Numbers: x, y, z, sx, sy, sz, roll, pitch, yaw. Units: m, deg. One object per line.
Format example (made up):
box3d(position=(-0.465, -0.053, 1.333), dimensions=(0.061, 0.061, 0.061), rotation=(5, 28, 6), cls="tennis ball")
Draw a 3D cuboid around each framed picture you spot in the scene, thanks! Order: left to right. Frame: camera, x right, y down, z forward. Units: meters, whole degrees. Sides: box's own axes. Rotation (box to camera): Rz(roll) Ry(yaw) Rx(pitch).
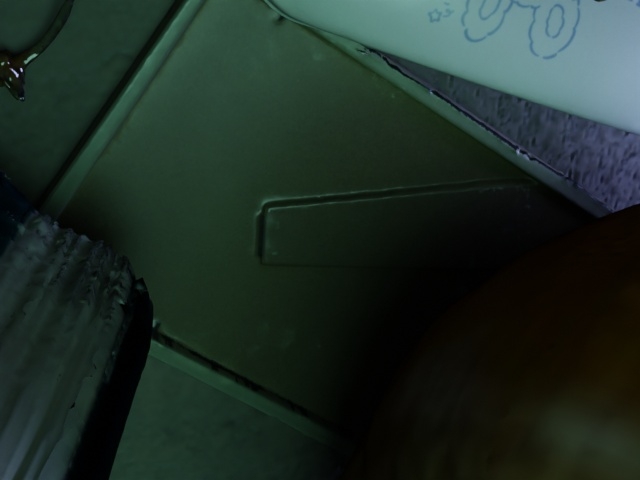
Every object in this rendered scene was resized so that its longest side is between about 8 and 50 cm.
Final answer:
box3d(position=(0.000, 0.000, 0.671), dimensions=(0.250, 0.016, 0.184), rotation=(29, 104, -26), cls="framed picture")

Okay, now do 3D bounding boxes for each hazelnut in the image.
box3d(position=(0.168, 0.152, 0.624), dimensions=(0.315, 0.372, 0.372), rotation=(-2, 127, 36), cls="hazelnut")

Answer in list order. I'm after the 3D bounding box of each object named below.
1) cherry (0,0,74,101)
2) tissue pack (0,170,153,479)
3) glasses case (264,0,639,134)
box3d(position=(-0.093, -0.142, 0.527), dimensions=(0.090, 0.107, 0.225), rotation=(24, 110, -3), cls="cherry")
box3d(position=(-0.218, 0.113, 0.425), dimensions=(0.253, 0.416, 0.264), rotation=(33, 106, -8), cls="tissue pack")
box3d(position=(0.080, -0.111, 0.612), dimensions=(0.233, 0.059, 0.092), rotation=(17, 105, -20), cls="glasses case")
